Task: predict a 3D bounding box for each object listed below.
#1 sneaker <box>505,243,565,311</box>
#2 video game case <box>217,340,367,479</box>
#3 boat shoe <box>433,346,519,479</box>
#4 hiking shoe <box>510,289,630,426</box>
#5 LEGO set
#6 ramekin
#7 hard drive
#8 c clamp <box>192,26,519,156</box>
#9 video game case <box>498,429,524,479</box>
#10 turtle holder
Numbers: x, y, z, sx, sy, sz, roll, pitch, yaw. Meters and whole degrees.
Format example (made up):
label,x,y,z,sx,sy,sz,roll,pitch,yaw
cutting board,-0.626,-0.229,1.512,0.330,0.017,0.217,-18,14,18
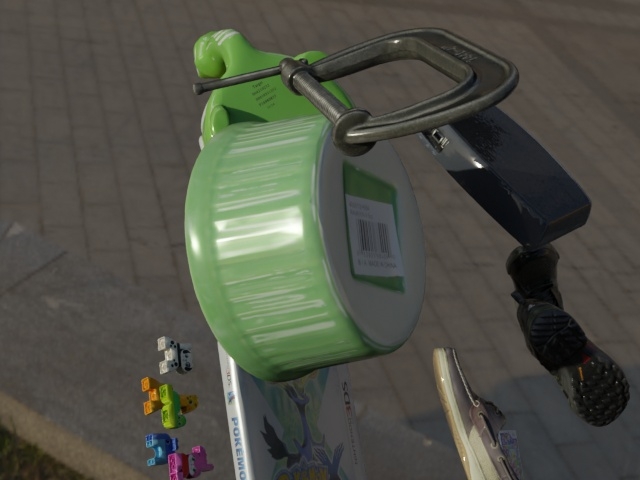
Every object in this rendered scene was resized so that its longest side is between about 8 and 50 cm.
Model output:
label,x,y,z,sx,sy,sz,roll,pitch,yaw
sneaker,0.352,0.095,1.404,0.087,0.227,0.130,-18,54,1
video game case,-0.033,0.303,1.430,0.329,0.036,0.300,10,67,-57
boat shoe,0.261,0.306,1.464,0.092,0.285,0.103,-18,-6,2
hiking shoe,0.342,0.157,1.217,0.086,0.227,0.114,-35,25,4
LEGO set,-0.221,0.274,1.409,0.093,0.087,0.227,9,65,-42
ramekin,0.000,0.000,0.996,0.148,0.303,0.303,-11,23,29
hard drive,0.266,-0.106,1.282,0.172,0.054,0.255,-20,61,-43
c clamp,0.019,-0.077,0.456,0.137,0.022,0.160,-22,28,-13
video game case,0.381,0.442,1.781,0.087,0.011,0.122,16,63,-55
turtle holder,-0.090,-0.158,1.353,0.320,0.227,0.243,32,73,-8
